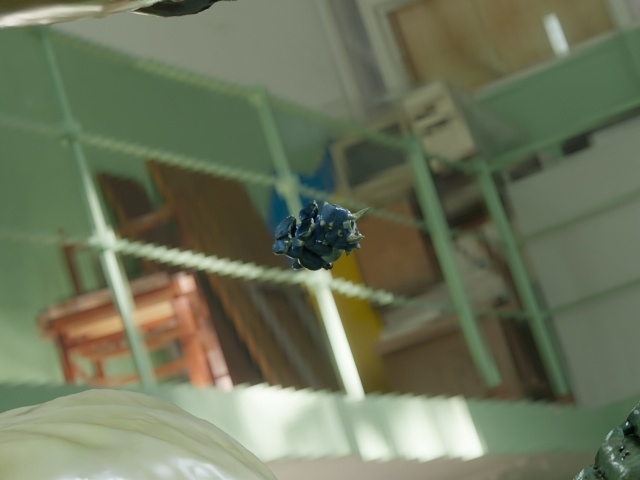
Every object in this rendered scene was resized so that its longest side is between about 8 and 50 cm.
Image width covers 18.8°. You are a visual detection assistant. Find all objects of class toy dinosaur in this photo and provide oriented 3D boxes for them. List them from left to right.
[{"bbox_3d":[0.000,0.000,1.343,0.047,0.030,0.083,30,-40,-25],"label":"toy dinosaur"}]

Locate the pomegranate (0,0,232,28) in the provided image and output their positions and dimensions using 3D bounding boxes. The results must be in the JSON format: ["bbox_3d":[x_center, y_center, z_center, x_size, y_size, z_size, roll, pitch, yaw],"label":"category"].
[{"bbox_3d":[-0.100,-0.227,0.605,0.410,0.410,0.410,-17,-15,-5],"label":"pomegranate"}]

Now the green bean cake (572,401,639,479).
[{"bbox_3d":[0.280,0.272,1.499,0.255,0.241,0.132,-45,13,1],"label":"green bean cake"}]

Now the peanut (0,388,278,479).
[{"bbox_3d":[-0.036,0.115,0.484,0.111,0.125,0.274,-34,-35,-2],"label":"peanut"}]
